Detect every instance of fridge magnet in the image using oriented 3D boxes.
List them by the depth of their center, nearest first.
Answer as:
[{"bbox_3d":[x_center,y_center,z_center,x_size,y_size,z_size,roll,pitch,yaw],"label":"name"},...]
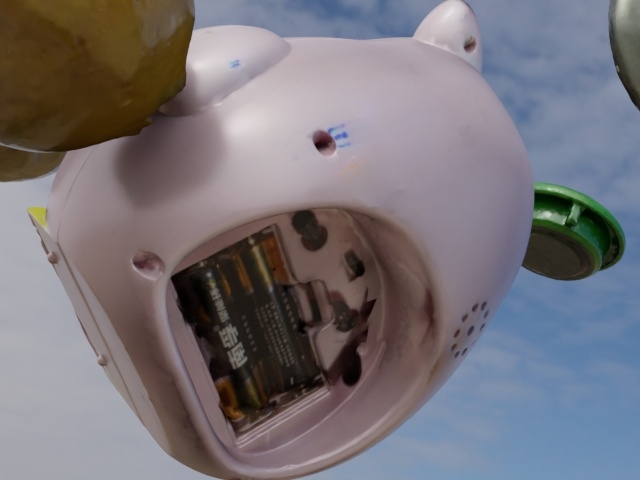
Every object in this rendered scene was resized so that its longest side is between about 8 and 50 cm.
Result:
[{"bbox_3d":[0.354,-0.010,1.409,0.208,0.088,0.208,21,-26,11],"label":"fridge magnet"}]

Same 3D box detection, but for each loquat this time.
[{"bbox_3d":[-0.179,-0.157,0.548,0.234,0.176,0.187,35,-67,-10],"label":"loquat"}]

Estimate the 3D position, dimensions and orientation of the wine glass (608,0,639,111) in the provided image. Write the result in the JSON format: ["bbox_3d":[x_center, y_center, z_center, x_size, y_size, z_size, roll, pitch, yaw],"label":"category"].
[{"bbox_3d":[0.212,-0.101,0.345,0.111,0.111,0.204,22,-18,-25],"label":"wine glass"}]

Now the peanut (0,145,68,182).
[{"bbox_3d":[-0.285,-0.186,0.922,0.192,0.387,0.169,-17,-58,2],"label":"peanut"}]

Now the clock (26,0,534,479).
[{"bbox_3d":[0.000,0.000,0.728,0.250,0.377,0.368,37,-31,54],"label":"clock"}]
